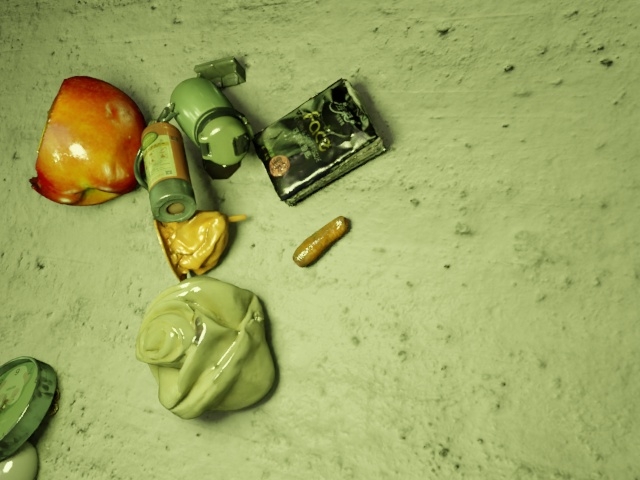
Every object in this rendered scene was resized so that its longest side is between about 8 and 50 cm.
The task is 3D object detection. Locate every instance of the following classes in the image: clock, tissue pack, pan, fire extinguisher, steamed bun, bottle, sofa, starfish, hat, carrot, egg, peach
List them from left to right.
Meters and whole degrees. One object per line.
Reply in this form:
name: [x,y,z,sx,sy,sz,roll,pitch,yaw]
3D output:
clock: [-0.936,0.495,1.470,0.319,0.066,0.318,-17,45,18]
egg: [-0.903,0.678,1.433,0.146,0.146,0.198,19,74,24]
starfish: [-0.826,0.495,1.520,0.078,0.028,0.091,32,91,31]
peach: [-0.694,-0.286,1.530,0.335,0.310,0.405,-34,46,51]
fire extinguisher: [-0.449,-0.206,1.358,0.200,0.113,0.376,-25,55,9]
steamed bun: [-0.318,0.258,1.272,0.343,0.255,0.367,-19,68,18]
hat: [-0.321,-0.031,1.416,0.233,0.244,0.233,-20,106,-3]
bottle: [-0.311,-0.338,1.428,0.168,0.168,0.347,-44,46,5]
sofa: [-0.321,-0.524,1.577,0.147,0.085,0.060,-5,71,19]
pan: [-0.304,-0.289,1.526,0.128,0.048,0.201,1,75,22]
tissue pack: [-0.012,-0.274,1.373,0.332,0.123,0.245,-30,70,11]
carrot: [0.000,0.000,1.329,0.186,0.060,0.060,-43,66,3]
